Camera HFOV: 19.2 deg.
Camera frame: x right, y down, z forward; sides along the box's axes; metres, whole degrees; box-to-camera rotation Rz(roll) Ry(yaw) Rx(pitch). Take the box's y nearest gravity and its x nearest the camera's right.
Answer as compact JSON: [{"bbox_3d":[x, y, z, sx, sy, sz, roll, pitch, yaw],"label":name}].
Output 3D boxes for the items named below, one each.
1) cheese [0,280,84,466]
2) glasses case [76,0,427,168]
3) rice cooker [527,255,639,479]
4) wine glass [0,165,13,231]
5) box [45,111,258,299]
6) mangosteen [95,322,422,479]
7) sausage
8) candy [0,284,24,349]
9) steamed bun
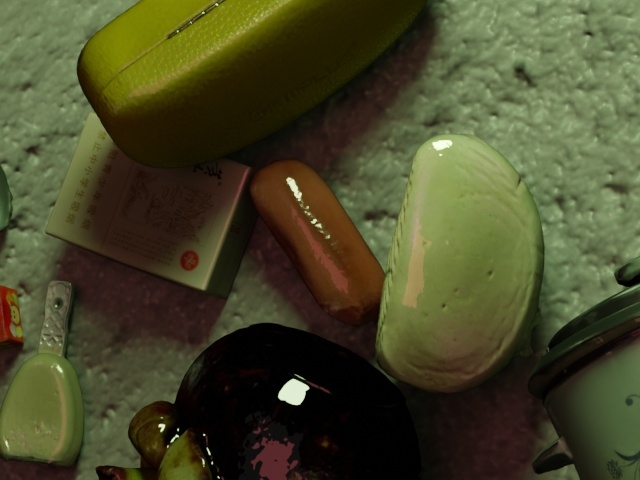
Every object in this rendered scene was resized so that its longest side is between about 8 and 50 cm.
[{"bbox_3d":[-0.280,0.137,1.954,0.097,0.037,0.192,5,82,21],"label":"cheese"},{"bbox_3d":[-0.048,-0.203,1.846,0.371,0.173,0.141,-34,67,-1],"label":"glasses case"},{"bbox_3d":[0.326,0.147,1.591,0.316,0.264,0.317,-3,81,22],"label":"rice cooker"},{"bbox_3d":[-0.445,-0.032,2.018,0.222,0.103,0.103,-12,75,19],"label":"wine glass"},{"bbox_3d":[-0.167,-0.036,1.933,0.201,0.058,0.141,18,86,24],"label":"box"},{"bbox_3d":[-0.052,0.201,1.712,0.287,0.287,0.233,33,111,24],"label":"mangosteen"},{"bbox_3d":[0.000,0.000,1.851,0.077,0.077,0.194,-38,70,11],"label":"sausage"},{"bbox_3d":[-0.377,0.091,2.001,0.122,0.038,0.062,-15,74,18],"label":"candy"},{"bbox_3d":[0.138,0.026,1.750,0.152,0.170,0.239,13,87,0],"label":"steamed bun"}]
